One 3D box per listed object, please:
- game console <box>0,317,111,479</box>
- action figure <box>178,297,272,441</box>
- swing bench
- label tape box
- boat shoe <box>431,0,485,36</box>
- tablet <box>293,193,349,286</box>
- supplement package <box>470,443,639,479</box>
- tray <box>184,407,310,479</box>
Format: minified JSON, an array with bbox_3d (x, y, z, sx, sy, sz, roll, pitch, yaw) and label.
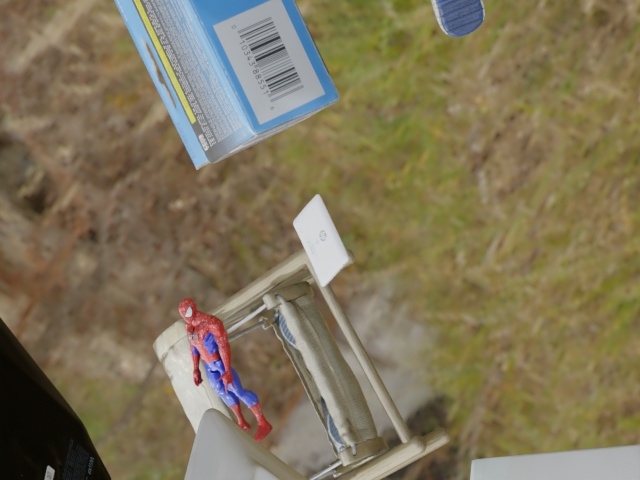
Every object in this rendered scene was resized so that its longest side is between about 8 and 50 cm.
[{"bbox_3d":[-0.181,0.157,0.658,0.044,0.361,0.213,-20,131,26],"label":"game console"},{"bbox_3d":[-0.071,0.089,1.197,0.038,0.030,0.115,-1,119,46],"label":"action figure"},{"bbox_3d":[-0.035,0.174,1.907,0.253,0.254,0.165,61,-168,10],"label":"swing bench"},{"bbox_3d":[-0.111,-0.218,1.854,0.241,0.106,0.333,65,167,-3],"label":"label tape box"},{"bbox_3d":[0.119,-0.284,1.726,0.183,0.066,0.066,76,172,-53],"label":"boat shoe"},{"bbox_3d":[0.000,0.000,1.789,0.006,0.083,0.054,-3,147,-40],"label":"tablet"},{"bbox_3d":[0.234,0.278,1.397,0.203,0.194,0.149,-13,152,43],"label":"supplement package"},{"bbox_3d":[-0.047,0.244,0.982,0.030,0.270,0.145,-8,145,34],"label":"tray"}]
